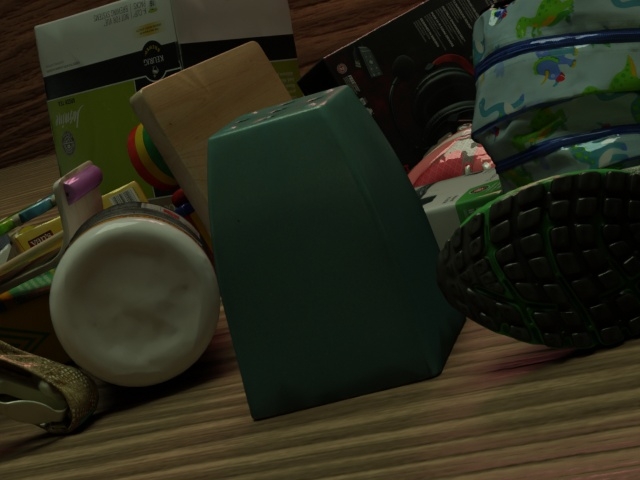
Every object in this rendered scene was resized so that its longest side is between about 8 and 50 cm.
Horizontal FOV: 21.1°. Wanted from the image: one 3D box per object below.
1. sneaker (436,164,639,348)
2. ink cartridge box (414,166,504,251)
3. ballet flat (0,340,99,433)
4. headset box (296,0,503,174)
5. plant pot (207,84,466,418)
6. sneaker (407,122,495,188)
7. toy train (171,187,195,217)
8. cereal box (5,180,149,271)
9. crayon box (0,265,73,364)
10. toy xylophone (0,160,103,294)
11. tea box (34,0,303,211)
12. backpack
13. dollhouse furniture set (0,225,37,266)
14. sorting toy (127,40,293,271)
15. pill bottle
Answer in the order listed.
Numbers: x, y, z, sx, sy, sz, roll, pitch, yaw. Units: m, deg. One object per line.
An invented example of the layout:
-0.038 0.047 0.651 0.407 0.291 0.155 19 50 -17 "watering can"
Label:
0.254 0.002 1.368 0.343 0.134 0.146 -11 2 -13 "sneaker"
0.117 -0.005 1.681 0.208 0.087 0.153 -14 10 26 "ink cartridge box"
-0.305 0.126 1.573 0.206 0.073 0.067 15 29 -5 "ballet flat"
0.157 -0.168 1.955 0.293 0.218 0.110 -30 0 -20 "headset box"
0.000 0.000 1.448 0.165 0.234 0.166 -15 11 16 "plant pot"
0.222 -0.072 1.780 0.314 0.116 0.136 -17 12 9 "sneaker"
-0.129 -0.021 2.222 0.143 0.105 0.248 -32 -5 36 "toy train"
-0.315 0.018 2.163 0.173 0.047 0.240 -28 -10 -23 "cereal box"
-0.367 0.109 1.942 0.323 0.083 0.203 -21 11 -13 "crayon box"
-0.370 0.015 1.898 0.323 0.081 0.236 -26 8 8 "toy xylophone"
-0.208 -0.182 2.448 0.220 0.323 0.329 -10 3 -43 "tea box"
0.307 -0.135 1.551 0.355 0.273 0.290 18 -11 -23 "backpack"
-0.546 -0.024 2.384 0.303 0.286 0.198 -38 19 -30 "dollhouse furniture set"
-0.108 -0.087 2.090 0.089 0.255 0.257 -30 1 36 "sorting toy"
-0.182 0.045 1.714 0.162 0.162 0.278 -19 7 -2 "pill bottle"
